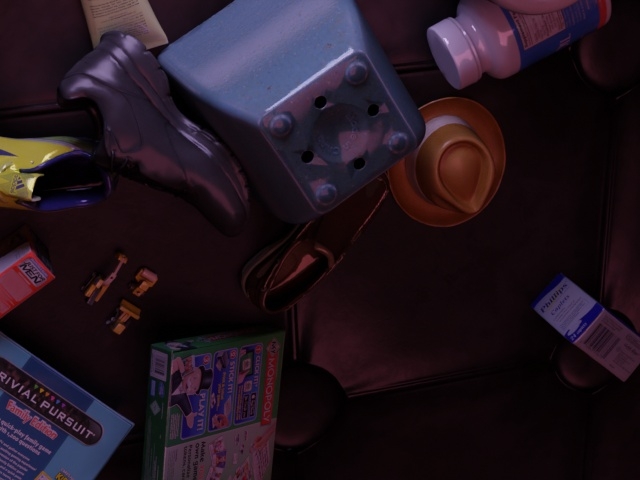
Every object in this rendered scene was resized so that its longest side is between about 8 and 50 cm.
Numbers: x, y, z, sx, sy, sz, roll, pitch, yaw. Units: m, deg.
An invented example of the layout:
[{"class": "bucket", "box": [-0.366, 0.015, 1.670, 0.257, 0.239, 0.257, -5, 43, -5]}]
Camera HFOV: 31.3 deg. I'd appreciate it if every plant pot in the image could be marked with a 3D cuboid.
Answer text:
[{"class": "plant pot", "box": [-0.012, -0.165, 1.384, 0.247, 0.252, 0.248, -36, 119, -2]}]

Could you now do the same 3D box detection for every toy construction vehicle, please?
[{"class": "toy construction vehicle", "box": [-0.268, 0.073, 1.522, 0.086, 0.035, 0.098, 38, 97, -28]}]

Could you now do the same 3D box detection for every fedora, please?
[{"class": "fedora", "box": [0.186, -0.099, 1.578, 0.194, 0.079, 0.194, -7, 115, -16]}]

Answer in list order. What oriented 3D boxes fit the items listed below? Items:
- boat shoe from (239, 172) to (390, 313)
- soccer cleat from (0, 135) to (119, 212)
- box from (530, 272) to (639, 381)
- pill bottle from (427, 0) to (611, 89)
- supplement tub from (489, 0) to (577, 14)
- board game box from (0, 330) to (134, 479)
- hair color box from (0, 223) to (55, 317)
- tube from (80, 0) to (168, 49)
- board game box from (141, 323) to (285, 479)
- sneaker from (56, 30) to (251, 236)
[{"class": "boat shoe", "box": [0.005, 0.005, 1.551, 0.257, 0.095, 0.095, -47, 118, 5]}, {"class": "soccer cleat", "box": [-0.386, -0.076, 1.368, 0.289, 0.121, 0.093, -5, 114, -16]}, {"class": "box", "box": [0.407, 0.129, 1.717, 0.126, 0.137, 0.072, 36, 97, -28]}, {"class": "pill bottle", "box": [0.256, -0.288, 1.495, 0.221, 0.124, 0.124, -28, 118, -4]}, {"class": "supplement tub", "box": [0.212, -0.385, 1.352, 0.191, 0.272, 0.191, -7, 114, -16]}, {"class": "board game box", "box": [-0.444, 0.305, 1.481, 0.254, 0.079, 0.336, 42, 75, -28]}, {"class": "hair color box", "box": [-0.419, 0.061, 1.433, 0.167, 0.093, 0.053, -36, 119, -2]}, {"class": "tube", "box": [-0.261, -0.325, 1.345, 0.062, 0.070, 0.240, -54, 138, -42]}, {"class": "board game box", "box": [-0.149, 0.284, 1.563, 0.213, 0.046, 0.317, -6, 106, -49]}, {"class": "sneaker", "box": [-0.201, -0.106, 1.364, 0.286, 0.109, 0.130, 49, 64, -6]}]
